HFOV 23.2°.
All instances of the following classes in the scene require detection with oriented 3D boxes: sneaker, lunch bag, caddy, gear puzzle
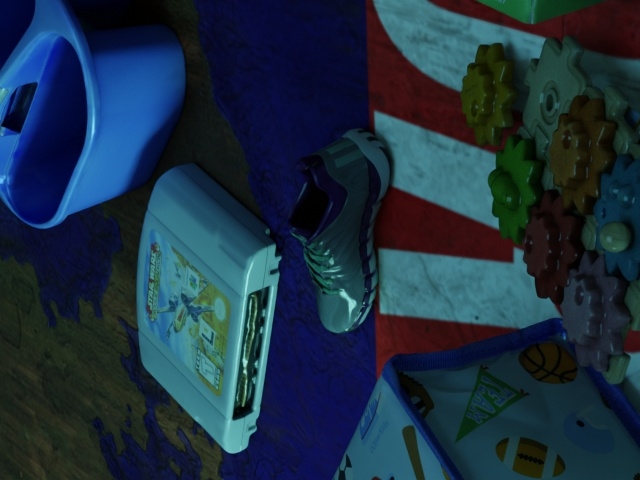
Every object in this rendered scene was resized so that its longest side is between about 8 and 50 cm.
[{"bbox_3d":[0.000,0.000,1.482,0.083,0.098,0.223,36,133,39],"label":"sneaker"},{"bbox_3d":[0.181,0.314,1.275,0.385,0.239,0.328,57,146,33],"label":"lunch bag"},{"bbox_3d":[-0.298,-0.167,1.739,0.241,0.179,0.341,56,143,18],"label":"caddy"},{"bbox_3d":[0.165,-0.058,1.173,0.339,0.044,0.175,-114,31,-52],"label":"gear puzzle"}]

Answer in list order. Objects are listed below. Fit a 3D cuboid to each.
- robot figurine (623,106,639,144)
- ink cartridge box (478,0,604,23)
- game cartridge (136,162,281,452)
[{"bbox_3d":[0.287,-0.048,1.073,0.211,0.085,0.291,47,140,28],"label":"robot figurine"},{"bbox_3d":[0.132,-0.331,1.109,0.211,0.121,0.289,35,133,40],"label":"ink cartridge box"},{"bbox_3d":[-0.133,0.073,1.747,0.198,0.062,0.297,37,134,33],"label":"game cartridge"}]
